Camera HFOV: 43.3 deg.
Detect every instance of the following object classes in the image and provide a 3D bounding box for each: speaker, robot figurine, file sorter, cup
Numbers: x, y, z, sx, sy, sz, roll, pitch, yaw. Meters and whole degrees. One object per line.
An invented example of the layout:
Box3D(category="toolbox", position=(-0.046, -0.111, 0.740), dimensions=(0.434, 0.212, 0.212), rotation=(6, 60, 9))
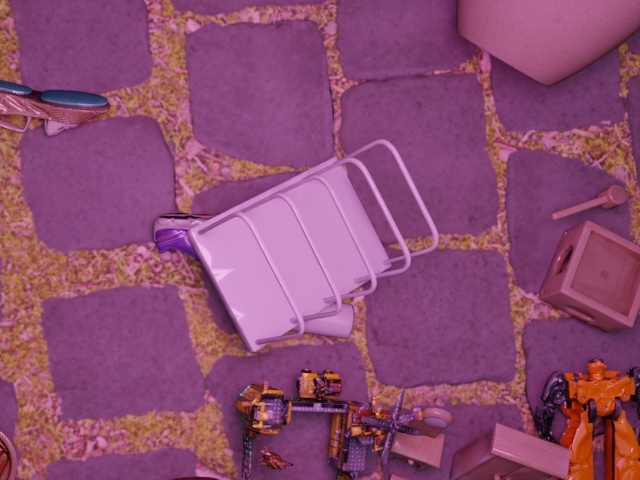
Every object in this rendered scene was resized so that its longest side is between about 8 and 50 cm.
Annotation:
Box3D(category="speaker", position=(-0.021, 0.113, 1.221), dimensions=(0.136, 0.055, 0.055), rotation=(9, 86, -10))
Box3D(category="robot figurine", position=(0.433, 0.331, 1.281), dimensions=(0.211, 0.085, 0.291), rotation=(0, 89, -11))
Box3D(category="file sorter", position=(0.000, 0.000, 1.125), dimensions=(0.277, 0.173, 0.193), rotation=(-30, 95, -32))
Box3D(category="cup", position=(0.335, -0.373, 1.199), dimensions=(0.331, 0.331, 0.237), rotation=(27, 109, -8))

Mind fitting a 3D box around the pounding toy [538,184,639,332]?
Box3D(category="pounding toy", position=(0.430, 0.013, 1.293), dimensions=(0.181, 0.094, 0.206), rotation=(26, 74, -3))

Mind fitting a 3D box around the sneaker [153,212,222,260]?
Box3D(category="sneaker", position=(-0.163, -0.003, 1.205), dimensions=(0.170, 0.068, 0.071), rotation=(2, 103, -2))

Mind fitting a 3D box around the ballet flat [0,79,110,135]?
Box3D(category="ballet flat", position=(-0.409, -0.189, 1.165), dimensions=(0.206, 0.073, 0.067), rotation=(9, 114, -7))

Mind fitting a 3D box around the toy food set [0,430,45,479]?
Box3D(category="toy food set", position=(-0.496, 0.324, 1.135), dimensions=(0.192, 0.038, 0.132), rotation=(42, 82, -6))

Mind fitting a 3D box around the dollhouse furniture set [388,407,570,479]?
Box3D(category="dollhouse furniture set", position=(0.218, 0.450, 1.113), dimensions=(0.303, 0.174, 0.355), rotation=(21, 58, -4))

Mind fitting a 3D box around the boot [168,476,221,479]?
Box3D(category="boot", position=(-0.150, 0.437, 1.179), dimensions=(0.197, 0.073, 0.152), rotation=(18, 88, -7))

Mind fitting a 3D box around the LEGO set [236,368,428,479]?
Box3D(category="LEGO set", position=(0.000, 0.348, 1.099), dimensions=(0.255, 0.192, 0.331), rotation=(15, 82, -22))
